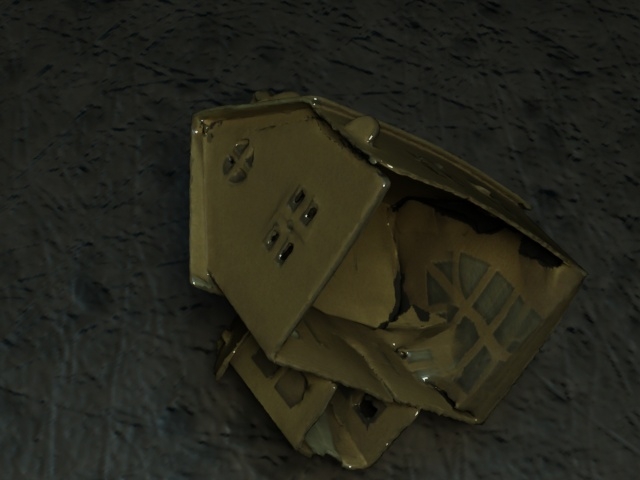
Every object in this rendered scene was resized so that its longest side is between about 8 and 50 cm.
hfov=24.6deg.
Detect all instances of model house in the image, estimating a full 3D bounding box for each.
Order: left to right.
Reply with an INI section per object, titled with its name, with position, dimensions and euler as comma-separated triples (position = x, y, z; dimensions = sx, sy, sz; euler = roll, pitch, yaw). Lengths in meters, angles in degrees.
[model house]
position = 0.000, 0.000, 0.941
dimensions = 0.211, 0.204, 0.243
euler = 23, 19, -41
